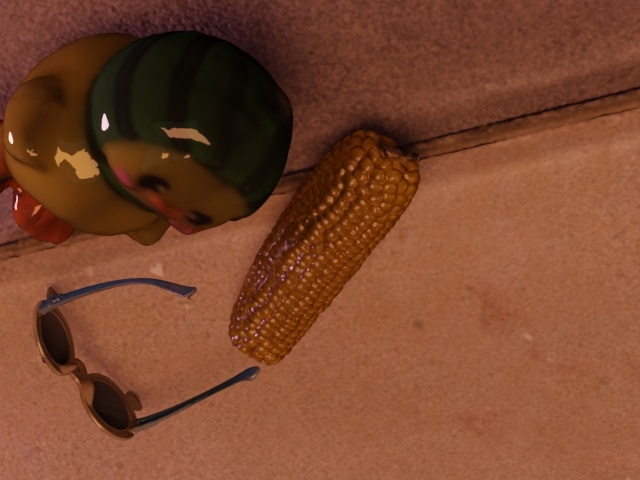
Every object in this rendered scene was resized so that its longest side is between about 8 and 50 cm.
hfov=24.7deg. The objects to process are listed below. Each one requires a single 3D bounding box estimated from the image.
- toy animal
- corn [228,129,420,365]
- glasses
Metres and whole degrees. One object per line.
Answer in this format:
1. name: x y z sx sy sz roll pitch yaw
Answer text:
1. toy animal: -0.178 -0.104 1.366 0.338 0.191 0.216 -7 149 38
2. corn: 0.000 0.000 1.477 0.101 0.101 0.310 30 124 -12
3. glasses: -0.192 0.127 1.533 0.220 0.088 0.190 -12 121 40
